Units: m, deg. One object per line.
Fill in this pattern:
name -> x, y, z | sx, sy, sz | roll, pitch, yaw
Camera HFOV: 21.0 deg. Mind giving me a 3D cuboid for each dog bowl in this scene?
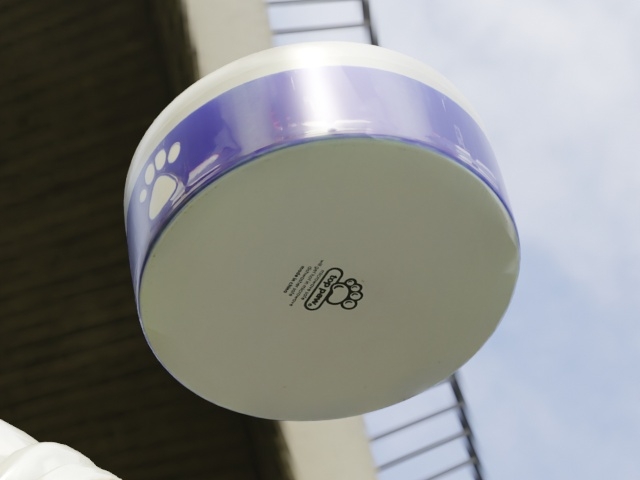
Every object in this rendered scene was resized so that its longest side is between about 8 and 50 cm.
dog bowl -> 0.000, 0.000, 1.186 | 0.265, 0.265, 0.104 | -55, -150, 32

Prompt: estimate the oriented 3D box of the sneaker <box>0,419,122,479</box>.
sneaker -> -0.152, 0.170, 0.414 | 0.131, 0.112, 0.296 | 28, -103, 27
